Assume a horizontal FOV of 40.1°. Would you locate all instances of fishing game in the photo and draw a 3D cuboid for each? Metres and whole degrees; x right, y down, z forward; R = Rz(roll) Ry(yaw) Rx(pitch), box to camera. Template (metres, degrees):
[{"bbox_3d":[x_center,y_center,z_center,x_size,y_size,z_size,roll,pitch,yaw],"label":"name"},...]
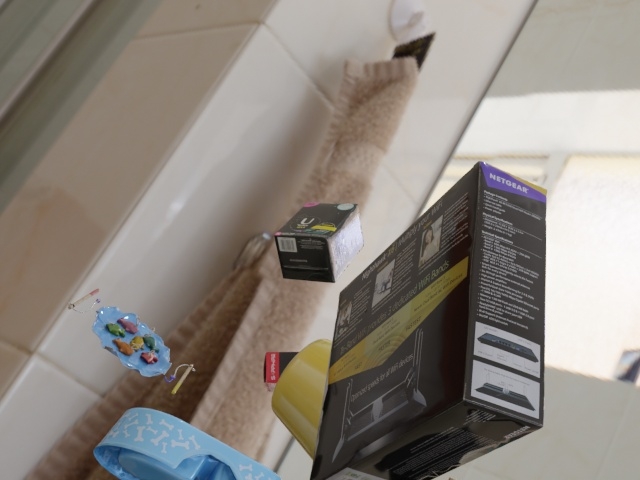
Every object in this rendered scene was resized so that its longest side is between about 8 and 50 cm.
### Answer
[{"bbox_3d":[-0.361,0.188,1.702,0.264,0.041,0.189,41,15,0],"label":"fishing game"}]

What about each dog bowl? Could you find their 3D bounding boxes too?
[{"bbox_3d":[-0.179,0.338,1.272,0.297,0.074,0.166,32,-35,-15],"label":"dog bowl"}]

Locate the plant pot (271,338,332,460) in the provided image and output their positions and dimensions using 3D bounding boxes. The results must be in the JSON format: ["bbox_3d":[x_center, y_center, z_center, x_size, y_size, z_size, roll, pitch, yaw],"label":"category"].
[{"bbox_3d":[0.056,0.298,1.502,0.239,0.254,0.254,32,-17,28],"label":"plant pot"}]

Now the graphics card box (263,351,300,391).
[{"bbox_3d":[0.029,0.373,2.487,0.371,0.094,0.233,0,-17,0],"label":"graphics card box"}]

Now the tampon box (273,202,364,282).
[{"bbox_3d":[0.000,0.000,1.775,0.120,0.161,0.101,3,-62,25],"label":"tampon box"}]

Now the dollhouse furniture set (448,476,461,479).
[{"bbox_3d":[0.198,0.466,1.318,0.212,0.161,0.242,18,5,0],"label":"dollhouse furniture set"}]

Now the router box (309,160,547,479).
[{"bbox_3d":[0.100,0.105,0.868,0.081,0.243,0.309,21,-34,-16],"label":"router box"}]
